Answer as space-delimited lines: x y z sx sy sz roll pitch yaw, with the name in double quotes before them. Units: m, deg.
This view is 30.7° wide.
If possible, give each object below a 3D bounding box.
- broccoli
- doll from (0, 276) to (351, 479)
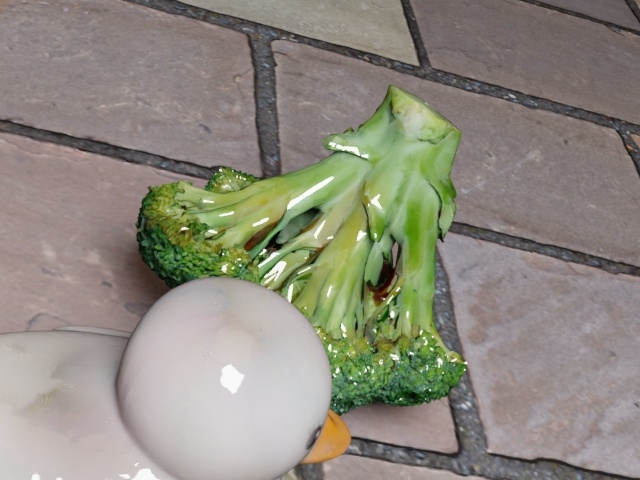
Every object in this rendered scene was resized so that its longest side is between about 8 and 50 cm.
"broccoli" 0.000 0.000 0.892 0.269 0.269 0.254 -2 34 -32
"doll" -0.105 0.111 0.731 0.251 0.221 0.221 16 35 -11
